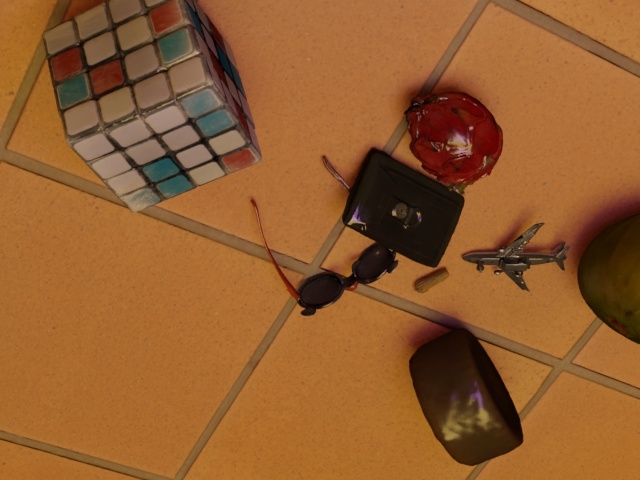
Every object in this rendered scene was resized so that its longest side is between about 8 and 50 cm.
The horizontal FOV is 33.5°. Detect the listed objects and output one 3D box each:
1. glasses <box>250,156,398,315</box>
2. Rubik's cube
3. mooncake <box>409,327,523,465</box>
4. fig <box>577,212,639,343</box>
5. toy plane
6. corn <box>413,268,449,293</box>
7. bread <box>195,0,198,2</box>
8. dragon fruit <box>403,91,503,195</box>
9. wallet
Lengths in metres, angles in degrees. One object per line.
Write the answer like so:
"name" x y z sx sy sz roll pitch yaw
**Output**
"glasses" 0.000 0.000 2.097 0.234 0.118 0.268 -29 123 12
"Rubik's cube" -0.275 -0.240 1.762 0.259 0.253 0.256 -24 150 7
"mooncake" 0.306 0.338 2.273 0.156 0.284 0.284 -27 123 15
"fig" 0.699 0.062 2.165 0.316 0.316 0.316 -4 124 -6
"toy plane" 0.410 0.038 2.222 0.226 0.058 0.226 -7 140 -5
"corn" 0.233 0.086 2.242 0.083 0.028 0.027 -29 144 10
"bread" -0.252 -0.476 1.773 0.116 0.077 0.200 8 121 -5
"dragon fruit" 0.251 -0.189 1.979 0.172 0.172 0.209 -31 124 11
"wallet" 0.169 -0.060 2.084 0.245 0.052 0.168 26 81 -26
